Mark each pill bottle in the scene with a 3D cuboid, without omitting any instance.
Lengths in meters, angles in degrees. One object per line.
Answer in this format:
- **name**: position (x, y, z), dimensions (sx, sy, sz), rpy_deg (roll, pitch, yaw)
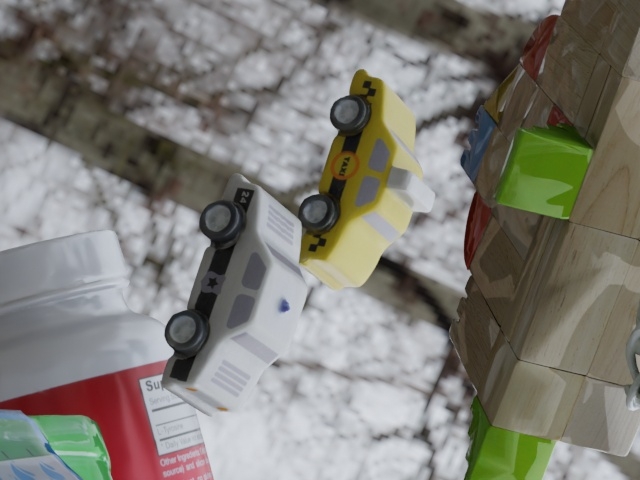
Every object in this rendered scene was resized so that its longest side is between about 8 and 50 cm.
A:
- **pill bottle**: position (-0.216, 0.207, 1.777), dimensions (0.229, 0.229, 0.407), rpy_deg (-23, -98, 62)

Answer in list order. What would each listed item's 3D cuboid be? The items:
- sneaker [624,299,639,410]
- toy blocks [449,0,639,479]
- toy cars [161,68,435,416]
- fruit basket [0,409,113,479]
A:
- **sneaker**: position (0.205, 0.081, 1.041), dimensions (0.258, 0.091, 0.094), rpy_deg (-53, 148, -78)
- **toy blocks**: position (0.178, -0.047, 1.333), dimensions (0.261, 0.191, 0.381), rpy_deg (-111, -143, -67)
- **toy cars**: position (0.000, 0.000, 1.653), dimensions (0.394, 0.087, 0.176), rpy_deg (-43, 134, -47)
- **fruit basket**: position (-0.240, 0.084, 0.858), dimensions (0.165, 0.327, 0.353), rpy_deg (-55, -127, 21)
